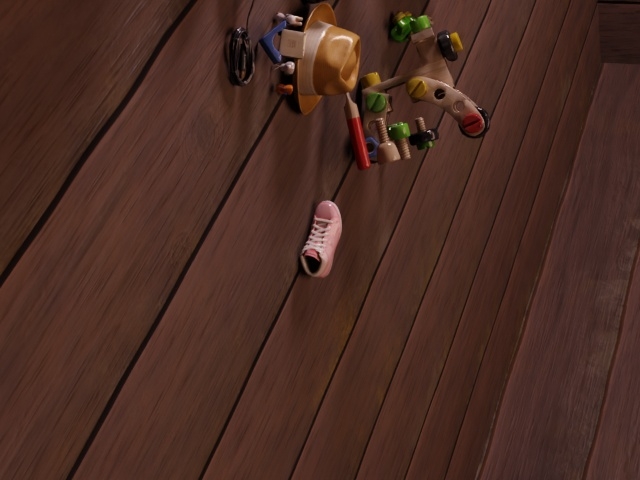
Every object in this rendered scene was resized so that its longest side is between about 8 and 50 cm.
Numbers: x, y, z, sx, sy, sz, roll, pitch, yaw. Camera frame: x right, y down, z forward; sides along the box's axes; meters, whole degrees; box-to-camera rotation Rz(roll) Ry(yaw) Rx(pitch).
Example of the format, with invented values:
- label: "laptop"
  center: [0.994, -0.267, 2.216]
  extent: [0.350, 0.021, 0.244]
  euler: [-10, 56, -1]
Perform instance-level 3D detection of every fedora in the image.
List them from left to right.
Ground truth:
- label: "fedora"
  center: [0.018, -0.288, 1.848]
  extent: [0.194, 0.079, 0.194]
  euler: [12, 90, -74]

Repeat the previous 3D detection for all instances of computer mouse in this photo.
- label: "computer mouse"
  center: [-0.106, -0.341, 1.630]
  extent: [0.071, 0.041, 0.242]
  euler: [-5, 107, -58]

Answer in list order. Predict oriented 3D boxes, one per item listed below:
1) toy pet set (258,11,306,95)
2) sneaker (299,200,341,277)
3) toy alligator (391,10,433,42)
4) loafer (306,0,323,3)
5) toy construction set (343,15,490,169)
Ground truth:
- label: "toy pet set"
  center: [-0.066, -0.286, 1.731]
  extent: [0.114, 0.065, 0.122]
  euler: [-156, -106, -77]
- label: "sneaker"
  center: [0.000, 0.000, 1.943]
  extent: [0.070, 0.051, 0.134]
  euler: [-10, 109, -72]
- label: "toy alligator"
  center: [0.177, -0.415, 2.261]
  extent: [0.051, 0.056, 0.190]
  euler: [-46, 173, 24]
- label: "loafer"
  center: [0.015, -0.485, 1.812]
  extent: [0.080, 0.078, 0.220]
  euler: [-35, 128, -61]
- label: "toy construction set"
  center: [0.141, -0.269, 2.054]
  extent: [0.309, 0.257, 0.237]
  euler: [-22, 100, -53]
